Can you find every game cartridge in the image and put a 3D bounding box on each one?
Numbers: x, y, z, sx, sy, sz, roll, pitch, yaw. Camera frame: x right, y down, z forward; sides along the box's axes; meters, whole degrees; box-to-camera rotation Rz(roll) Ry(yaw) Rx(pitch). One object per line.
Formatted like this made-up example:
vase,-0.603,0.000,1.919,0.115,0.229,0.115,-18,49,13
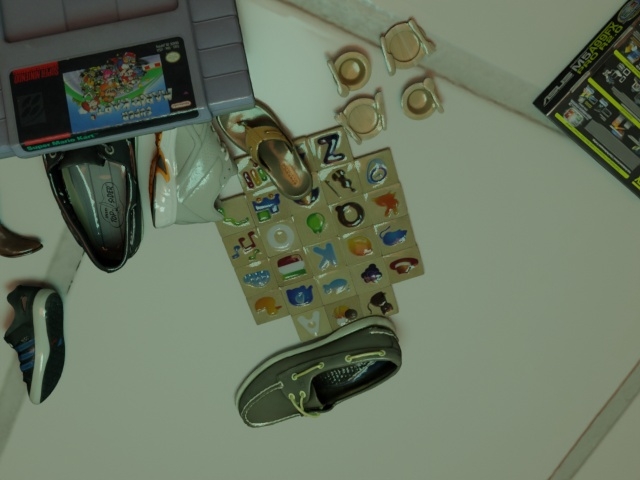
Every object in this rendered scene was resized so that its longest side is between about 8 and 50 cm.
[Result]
game cartridge,-0.273,-0.235,1.007,0.355,0.068,0.230,-12,76,-1

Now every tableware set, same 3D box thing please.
tableware set,0.091,-0.220,1.145,0.169,0.020,0.141,-23,116,2

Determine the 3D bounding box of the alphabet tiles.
alphabet tiles,0.000,0.000,1.259,0.285,0.011,0.342,-18,118,2

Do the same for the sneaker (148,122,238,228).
sneaker,-0.171,-0.137,1.129,0.121,0.099,0.262,1,124,-18

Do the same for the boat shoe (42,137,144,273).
boat shoe,-0.315,-0.107,1.105,0.127,0.113,0.340,-3,117,-4

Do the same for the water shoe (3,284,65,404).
water shoe,-0.448,0.159,1.263,0.080,0.073,0.203,15,112,9

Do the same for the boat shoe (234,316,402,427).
boat shoe,-0.007,0.232,1.328,0.305,0.091,0.109,-29,125,10

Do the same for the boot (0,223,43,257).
boot,-0.463,-0.033,1.172,0.106,0.037,0.114,-4,113,-8

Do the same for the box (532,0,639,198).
box,0.484,-0.195,1.190,0.270,0.060,0.216,34,109,-21

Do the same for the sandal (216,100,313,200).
sandal,-0.075,-0.130,1.150,0.072,0.049,0.180,-38,102,7
